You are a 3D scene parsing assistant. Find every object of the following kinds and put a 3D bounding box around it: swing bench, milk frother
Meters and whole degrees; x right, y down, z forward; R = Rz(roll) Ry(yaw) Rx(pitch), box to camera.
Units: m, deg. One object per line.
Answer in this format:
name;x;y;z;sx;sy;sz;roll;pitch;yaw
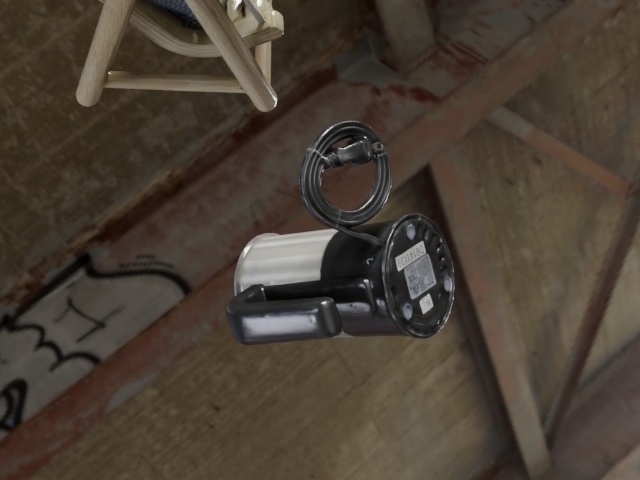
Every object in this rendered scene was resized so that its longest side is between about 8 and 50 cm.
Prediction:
swing bench;-0.107;-0.259;0.689;0.165;0.253;0.254;0;-19;-4
milk frother;0.000;0.000;0.674;0.129;0.135;0.143;-1;-94;-52
